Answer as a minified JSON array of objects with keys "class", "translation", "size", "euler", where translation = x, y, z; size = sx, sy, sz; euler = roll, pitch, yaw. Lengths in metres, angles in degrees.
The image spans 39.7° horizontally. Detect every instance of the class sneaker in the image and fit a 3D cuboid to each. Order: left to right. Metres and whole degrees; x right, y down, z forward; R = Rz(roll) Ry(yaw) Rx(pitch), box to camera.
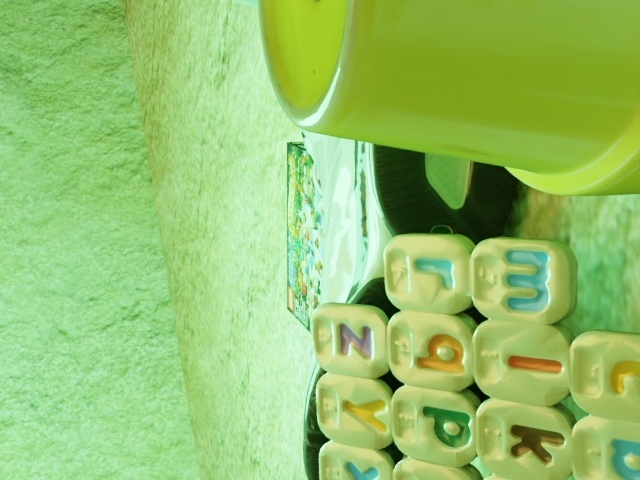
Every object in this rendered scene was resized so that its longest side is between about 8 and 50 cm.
[{"class":"sneaker","translation":[0.064,0.016,0.829],"size":[0.257,0.169,0.447],"euler":[-123,41,-70]}]

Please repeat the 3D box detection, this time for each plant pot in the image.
[{"class":"plant pot","translation":[0.100,-0.148,0.505],"size":[0.254,0.239,0.254],"euler":[176,90,-70]}]

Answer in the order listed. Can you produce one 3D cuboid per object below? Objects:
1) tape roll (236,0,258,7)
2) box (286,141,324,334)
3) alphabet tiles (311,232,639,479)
[{"class":"tape roll","translation":[-0.009,-0.338,0.766],"size":[0.246,0.246,0.169],"euler":[128,134,-63]},{"class":"box","translation":[0.000,0.000,1.123],"size":[0.159,0.044,0.233],"euler":[-146,54,-66]},{"class":"alphabet tiles","translation":[0.115,0.136,0.638],"size":[0.278,0.021,0.284],"euler":[2,99,35]}]
